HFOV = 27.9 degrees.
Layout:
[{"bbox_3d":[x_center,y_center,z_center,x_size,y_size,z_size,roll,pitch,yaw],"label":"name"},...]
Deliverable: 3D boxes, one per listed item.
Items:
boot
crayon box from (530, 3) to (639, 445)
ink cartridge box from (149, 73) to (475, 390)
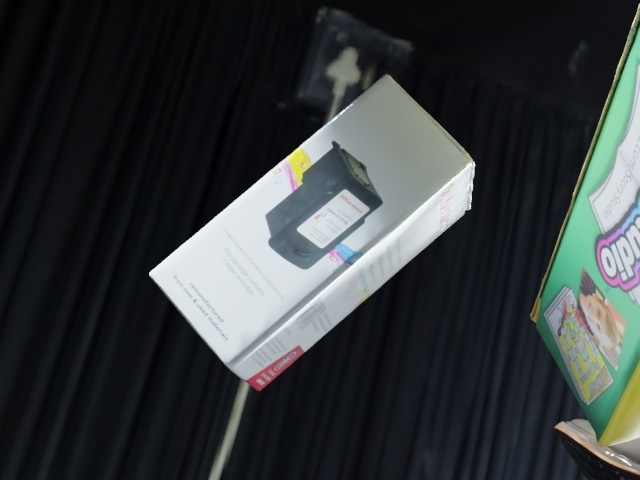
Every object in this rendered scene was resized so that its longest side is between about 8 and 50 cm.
[{"bbox_3d":[0.264,0.155,0.938,0.082,0.106,0.219,56,-12,-21],"label":"boot"},{"bbox_3d":[0.297,-0.058,0.641,0.313,0.106,0.363,-12,-34,-13],"label":"crayon box"},{"bbox_3d":[0.000,0.000,0.753,0.072,0.175,0.127,48,-5,13],"label":"ink cartridge box"}]
